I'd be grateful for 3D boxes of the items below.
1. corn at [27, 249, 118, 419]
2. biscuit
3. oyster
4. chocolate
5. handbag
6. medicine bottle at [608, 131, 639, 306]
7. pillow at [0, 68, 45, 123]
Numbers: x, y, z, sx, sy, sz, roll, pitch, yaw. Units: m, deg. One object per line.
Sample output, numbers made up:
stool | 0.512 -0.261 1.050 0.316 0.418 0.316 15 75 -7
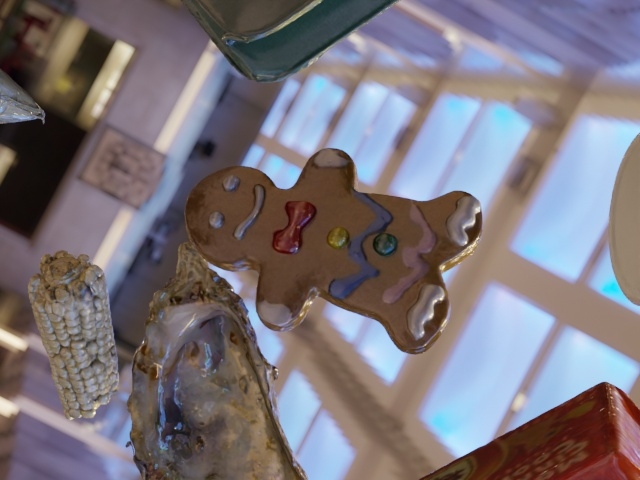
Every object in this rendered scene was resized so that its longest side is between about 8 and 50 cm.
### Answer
corn | -0.260 0.109 1.908 0.087 0.087 0.211 -76 161 -53
biscuit | 0.000 0.000 1.191 0.031 0.205 0.138 66 44 -63
oyster | -0.126 0.185 1.919 0.221 0.361 0.096 -18 -178 25
chocolate | 0.149 0.214 1.282 0.237 0.108 0.235 -28 -174 12
handbag | 0.014 -0.302 1.547 0.326 0.089 0.238 -36 -125 -2
medicine bottle | 0.389 -0.011 1.434 0.165 0.273 0.165 -176 -90 -76
pillow | -0.345 -0.121 1.126 0.185 0.302 0.075 22 79 -61
